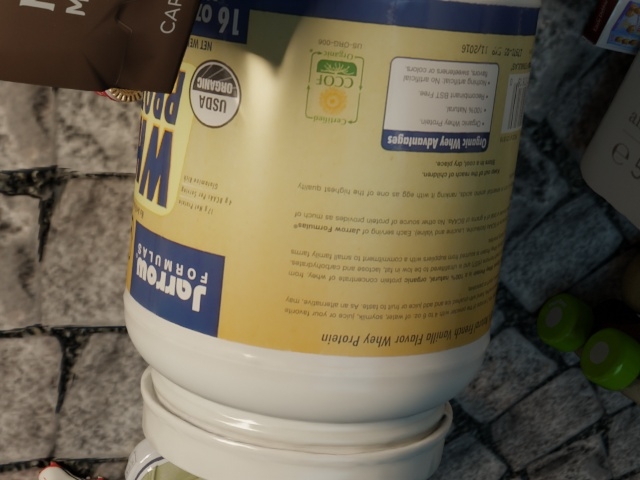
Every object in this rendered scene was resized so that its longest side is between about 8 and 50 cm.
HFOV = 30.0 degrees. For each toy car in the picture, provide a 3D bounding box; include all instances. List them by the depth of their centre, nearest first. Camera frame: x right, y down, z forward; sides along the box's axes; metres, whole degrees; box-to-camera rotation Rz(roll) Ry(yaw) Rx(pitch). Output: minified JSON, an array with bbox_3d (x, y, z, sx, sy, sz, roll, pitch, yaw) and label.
[{"bbox_3d":[0.322,0.058,1.085,0.155,0.149,0.188,29,98,-29],"label":"toy car"}]

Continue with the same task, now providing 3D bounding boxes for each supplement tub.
[{"bbox_3d":[0.000,-0.027,0.724,0.228,0.228,0.316,0,104,-27],"label":"supplement tub"}]

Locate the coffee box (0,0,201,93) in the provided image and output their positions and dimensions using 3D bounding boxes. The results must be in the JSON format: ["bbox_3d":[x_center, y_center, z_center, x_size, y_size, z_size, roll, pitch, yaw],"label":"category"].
[{"bbox_3d":[-0.131,-0.192,0.570,0.098,0.246,0.141,3,123,-29],"label":"coffee box"}]

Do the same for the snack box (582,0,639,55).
[{"bbox_3d":[0.266,-0.224,0.901,0.064,0.022,0.178,5,123,-32],"label":"snack box"}]

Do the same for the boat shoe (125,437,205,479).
[{"bbox_3d":[-0.016,0.204,1.047,0.302,0.094,0.109,-10,129,-20],"label":"boat shoe"}]

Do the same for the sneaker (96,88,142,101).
[{"bbox_3d":[-0.129,-0.147,0.755,0.042,0.067,0.118,4,93,-27],"label":"sneaker"}]

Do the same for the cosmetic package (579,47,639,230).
[{"bbox_3d":[0.474,-0.117,0.872,0.327,0.329,0.393,3,123,-34],"label":"cosmetic package"}]

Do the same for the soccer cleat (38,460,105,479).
[{"bbox_3d":[-0.201,0.212,1.000,0.029,0.035,0.083,-44,132,10],"label":"soccer cleat"}]
